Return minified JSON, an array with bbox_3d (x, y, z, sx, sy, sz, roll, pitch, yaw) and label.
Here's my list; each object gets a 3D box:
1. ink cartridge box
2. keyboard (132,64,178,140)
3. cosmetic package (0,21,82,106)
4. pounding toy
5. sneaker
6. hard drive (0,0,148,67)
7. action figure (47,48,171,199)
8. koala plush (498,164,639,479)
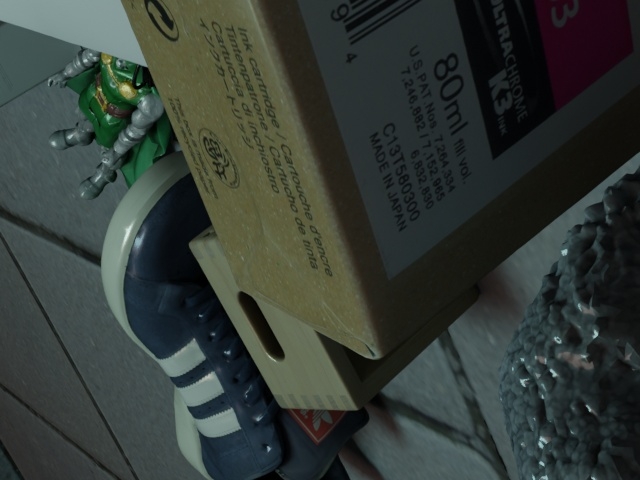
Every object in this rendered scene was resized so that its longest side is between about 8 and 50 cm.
[{"bbox_3d":[0.031,-0.113,0.434,0.088,0.193,0.235,25,144,48],"label":"ink cartridge box"},{"bbox_3d":[-0.077,-0.132,0.857,0.100,0.038,0.192,20,144,18],"label":"keyboard"},{"bbox_3d":[-0.289,-0.151,1.160,0.239,0.099,0.060,9,132,61],"label":"cosmetic package"},{"bbox_3d":[0.000,0.000,0.765,0.100,0.130,0.141,-8,115,52],"label":"pounding toy"},{"bbox_3d":[-0.042,0.083,0.968,0.148,0.131,0.350,31,154,32],"label":"sneaker"},{"bbox_3d":[-0.101,-0.190,0.625,0.233,0.047,0.353,17,157,-8],"label":"hard drive"},{"bbox_3d":[-0.153,-0.100,1.007,0.137,0.063,0.232,57,155,6],"label":"action figure"},{"bbox_3d":[0.150,0.063,0.477,0.196,0.203,0.221,50,169,14],"label":"koala plush"}]
